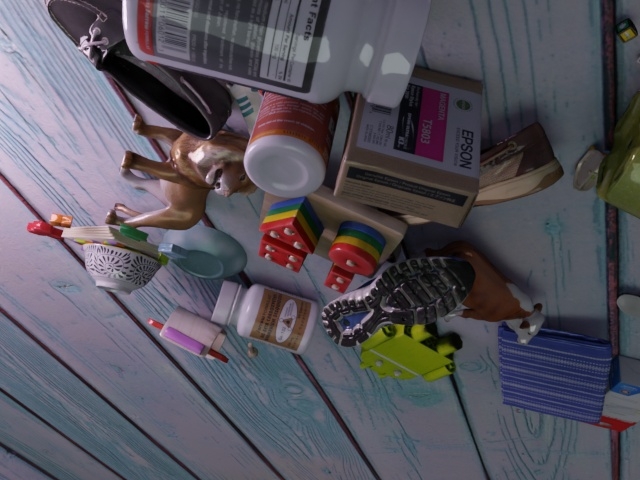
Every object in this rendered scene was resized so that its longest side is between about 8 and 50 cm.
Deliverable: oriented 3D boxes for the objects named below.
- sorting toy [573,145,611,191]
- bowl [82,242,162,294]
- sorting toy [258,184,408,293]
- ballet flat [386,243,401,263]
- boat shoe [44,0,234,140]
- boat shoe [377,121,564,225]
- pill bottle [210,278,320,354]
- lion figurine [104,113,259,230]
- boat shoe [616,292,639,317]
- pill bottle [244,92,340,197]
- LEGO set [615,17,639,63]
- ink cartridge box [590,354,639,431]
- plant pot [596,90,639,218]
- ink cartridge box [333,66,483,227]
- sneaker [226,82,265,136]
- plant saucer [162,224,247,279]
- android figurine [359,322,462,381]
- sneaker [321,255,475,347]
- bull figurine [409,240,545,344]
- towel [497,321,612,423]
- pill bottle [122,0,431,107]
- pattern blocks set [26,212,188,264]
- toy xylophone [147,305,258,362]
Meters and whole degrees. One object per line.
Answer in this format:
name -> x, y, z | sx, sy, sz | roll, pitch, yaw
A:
sorting toy -> 0.471, -0.118, 1.135 | 0.075, 0.044, 0.083 | 11, 143, -11
bowl -> -0.435, 0.069, 1.472 | 0.170, 0.080, 0.170 | 12, 165, 3
sorting toy -> 0.000, 0.000, 1.285 | 0.257, 0.089, 0.255 | 25, 157, 0
ballet flat -> 0.092, -0.005, 1.367 | 0.168, 0.052, 0.057 | 26, 141, -17
boat shoe -> -0.284, -0.279, 1.081 | 0.335, 0.095, 0.112 | 32, 140, -24
boat shoe -> 0.229, -0.115, 1.162 | 0.342, 0.123, 0.123 | -13, 107, 44
pill bottle -> -0.128, 0.171, 1.588 | 0.229, 0.131, 0.131 | 18, 142, -7
lion figurine -> -0.258, -0.104, 1.295 | 0.240, 0.142, 0.392 | 16, 157, -18
boat shoe -> 0.657, 0.132, 1.405 | 0.125, 0.038, 0.046 | 18, 123, -10
pill bottle -> -0.035, -0.180, 1.044 | 0.121, 0.216, 0.121 | 8, 143, 6
LEGO set -> 0.527, -0.275, 0.903 | 0.244, 0.060, 0.182 | 14, 141, -7
ink cartridge box -> 0.727, 0.376, 1.664 | 0.134, 0.078, 0.231 | 15, 143, -2
plant pot -> 0.554, -0.101, 0.981 | 0.254, 0.276, 0.276 | 22, 143, 6
ink cartridge box -> 0.135, -0.152, 1.018 | 0.193, 0.234, 0.088 | 13, 143, -2
sneaker -> -0.116, -0.239, 1.135 | 0.075, 0.057, 0.161 | 26, 147, 12
plant saucer -> -0.262, 0.040, 1.534 | 0.195, 0.037, 0.195 | 7, 143, 6
android figurine -> 0.210, 0.279, 1.700 | 0.248, 0.056, 0.273 | 32, 137, -24
sneaker -> 0.156, 0.099, 1.334 | 0.330, 0.147, 0.129 | -24, 94, 37
bull figurine -> 0.321, 0.108, 1.410 | 0.188, 0.101, 0.310 | -16, 130, 41
towel -> 0.542, 0.310, 1.607 | 0.243, 0.040, 0.336 | 9, 140, 23
pill bottle -> -0.053, -0.299, 0.903 | 0.363, 0.210, 0.210 | 14, 143, -3
pattern blocks set -> -0.449, 0.005, 1.459 | 0.285, 0.026, 0.325 | 24, 160, -39
toy xylophone -> -0.273, 0.240, 1.655 | 0.236, 0.081, 0.322 | 25, 168, 9
